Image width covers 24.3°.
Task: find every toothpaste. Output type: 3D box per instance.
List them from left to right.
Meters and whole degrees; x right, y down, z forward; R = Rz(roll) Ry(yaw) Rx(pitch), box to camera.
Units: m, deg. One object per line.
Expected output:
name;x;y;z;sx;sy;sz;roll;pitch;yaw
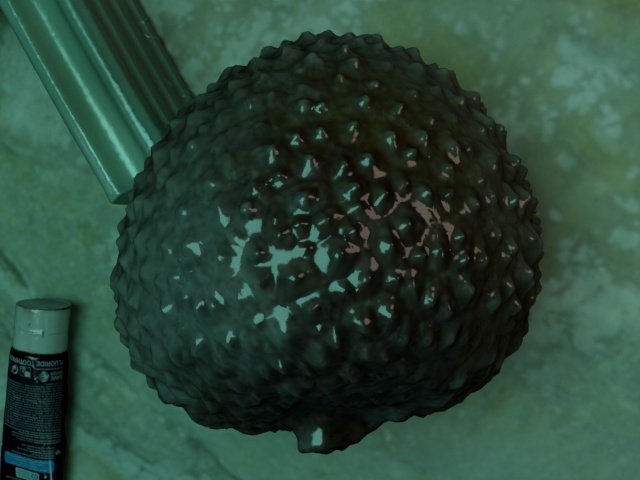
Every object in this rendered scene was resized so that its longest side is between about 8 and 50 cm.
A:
toothpaste;-0.235;0.145;1.207;0.071;0.045;0.193;9;100;27

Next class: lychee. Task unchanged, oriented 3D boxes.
lychee;-0.003;0.002;0.996;0.300;0.300;0.300;0;90;19

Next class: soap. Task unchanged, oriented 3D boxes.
soap;-0.160;-0.127;1.135;0.066;0.119;0.198;-33;80;16
